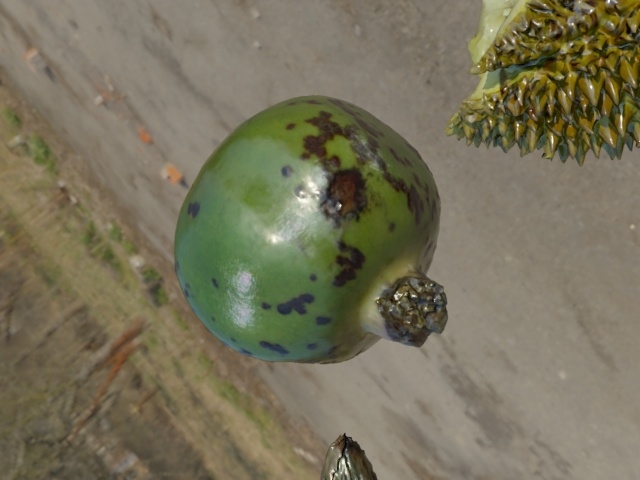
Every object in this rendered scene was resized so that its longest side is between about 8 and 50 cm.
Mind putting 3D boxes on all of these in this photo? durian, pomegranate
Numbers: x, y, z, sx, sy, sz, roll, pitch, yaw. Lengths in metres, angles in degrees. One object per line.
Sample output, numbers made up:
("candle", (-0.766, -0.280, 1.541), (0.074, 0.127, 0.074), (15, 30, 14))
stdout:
("durian", (0.135, -0.110, 0.336), (0.102, 0.146, 0.208), (35, 118, 0))
("pomegranate", (0.000, 0.000, 0.837), (0.270, 0.254, 0.254), (32, 156, 32))

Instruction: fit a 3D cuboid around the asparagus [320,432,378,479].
("asparagus", (0.024, 0.170, 0.434), (0.030, 0.036, 0.165), (-8, 96, 44))
